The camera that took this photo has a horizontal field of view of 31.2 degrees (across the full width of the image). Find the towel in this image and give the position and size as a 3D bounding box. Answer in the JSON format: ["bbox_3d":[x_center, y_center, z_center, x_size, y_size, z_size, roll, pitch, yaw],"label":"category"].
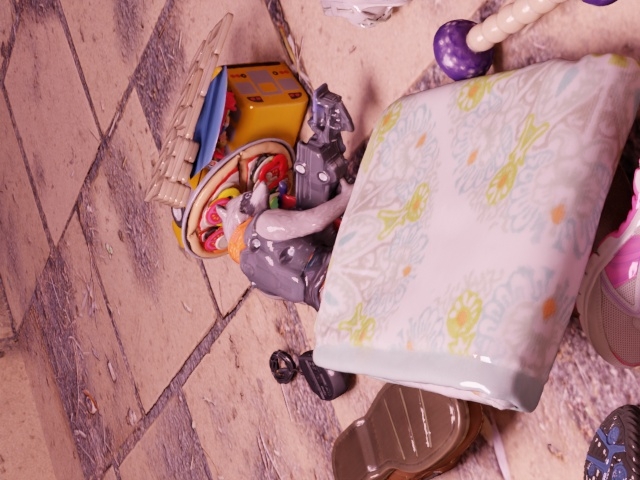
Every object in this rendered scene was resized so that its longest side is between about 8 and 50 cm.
[{"bbox_3d":[0.130,-0.010,1.110,0.374,0.090,0.321,1,71,63],"label":"towel"}]

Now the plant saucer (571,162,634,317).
[{"bbox_3d":[0.231,-0.018,1.137,0.198,0.036,0.199,28,123,55],"label":"plant saucer"}]

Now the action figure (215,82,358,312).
[{"bbox_3d":[0.000,0.000,1.389,0.330,0.178,0.341,25,133,36],"label":"action figure"}]

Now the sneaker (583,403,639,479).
[{"bbox_3d":[0.302,0.258,1.063,0.080,0.081,0.211,141,133,-58],"label":"sneaker"}]

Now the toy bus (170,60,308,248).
[{"bbox_3d":[-0.123,-0.105,1.654,0.130,0.108,0.333,55,142,34],"label":"toy bus"}]

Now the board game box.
[{"bbox_3d":[-0.134,-0.152,1.510,0.168,0.033,0.133,154,126,-68],"label":"board game box"}]

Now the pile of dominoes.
[{"bbox_3d":[-0.168,-0.166,1.549,0.196,0.040,0.251,173,117,-72],"label":"pile of dominoes"}]

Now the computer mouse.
[{"bbox_3d":[-0.015,0.184,1.633,0.242,0.041,0.071,-4,112,65],"label":"computer mouse"}]

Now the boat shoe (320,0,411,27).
[{"bbox_3d":[0.059,-0.285,1.330,0.226,0.083,0.076,-138,34,-63],"label":"boat shoe"}]

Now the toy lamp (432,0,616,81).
[{"bbox_3d":[0.206,-0.225,1.076,0.274,0.080,0.080,-29,73,59],"label":"toy lamp"}]

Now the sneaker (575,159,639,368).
[{"bbox_3d":[0.301,0.020,0.960,0.111,0.103,0.252,52,141,42],"label":"sneaker"}]

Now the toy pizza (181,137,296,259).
[{"bbox_3d":[-0.103,-0.050,1.551,0.032,0.201,0.201,41,135,26],"label":"toy pizza"}]

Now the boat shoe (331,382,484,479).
[{"bbox_3d":[0.118,0.223,1.344,0.307,0.104,0.111,139,126,-58],"label":"boat shoe"}]
